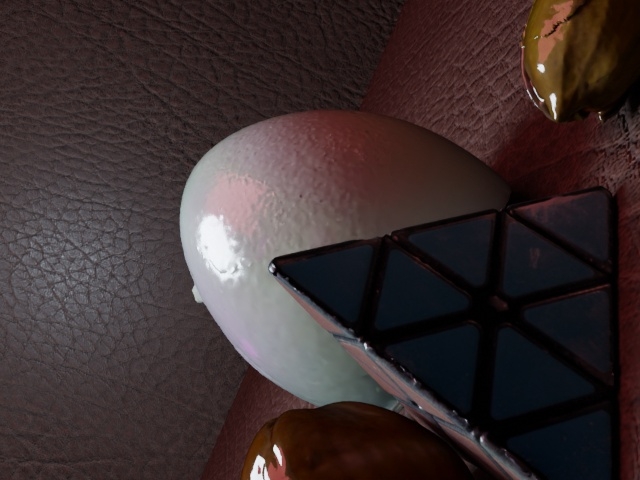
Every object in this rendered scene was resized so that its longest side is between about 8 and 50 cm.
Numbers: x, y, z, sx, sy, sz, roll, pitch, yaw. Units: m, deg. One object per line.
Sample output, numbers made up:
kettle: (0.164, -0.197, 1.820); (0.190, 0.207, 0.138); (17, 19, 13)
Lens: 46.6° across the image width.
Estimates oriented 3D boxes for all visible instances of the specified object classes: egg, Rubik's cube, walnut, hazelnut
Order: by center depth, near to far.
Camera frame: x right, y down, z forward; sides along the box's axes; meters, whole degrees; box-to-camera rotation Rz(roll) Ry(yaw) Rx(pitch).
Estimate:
Rubik's cube: (0.128, 0.093, 0.621); (0.233, 0.228, 0.228); (-11, -92, -56)
hazelnut: (0.023, 0.243, 0.649); (0.229, 0.230, 0.229); (-156, 90, -83)
walnut: (0.261, -0.215, 0.692); (0.245, 0.137, 0.137); (-59, 6, -9)
egg: (0.000, 0.000, 0.887); (0.354, 0.340, 0.354); (-61, -3, -5)
